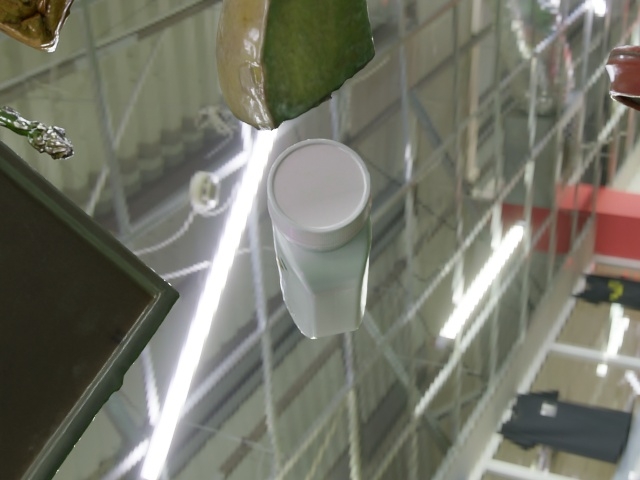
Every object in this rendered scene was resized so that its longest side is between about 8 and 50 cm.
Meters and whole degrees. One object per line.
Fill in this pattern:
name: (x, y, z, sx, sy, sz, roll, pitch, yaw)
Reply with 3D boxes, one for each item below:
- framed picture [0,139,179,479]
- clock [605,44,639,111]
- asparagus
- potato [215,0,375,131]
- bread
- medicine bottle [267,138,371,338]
framed picture: (-0.316, 0.077, 0.701, 0.326, 0.028, 0.446, 42, -138, -10)
clock: (0.447, -0.141, 1.060, 0.318, 0.318, 0.080, 0, -71, -64)
asparagus: (-0.232, -0.090, 0.707, 0.023, 0.232, 0.022, -19, -58, -45)
potato: (-0.070, -0.298, 1.264, 0.189, 0.211, 0.264, -29, -53, -28)
bread: (-0.343, -0.310, 1.177, 0.143, 0.149, 0.158, -147, 78, -75)
medicine bottle: (0.000, 0.000, 1.174, 0.296, 0.111, 0.161, 93, 165, -69)
